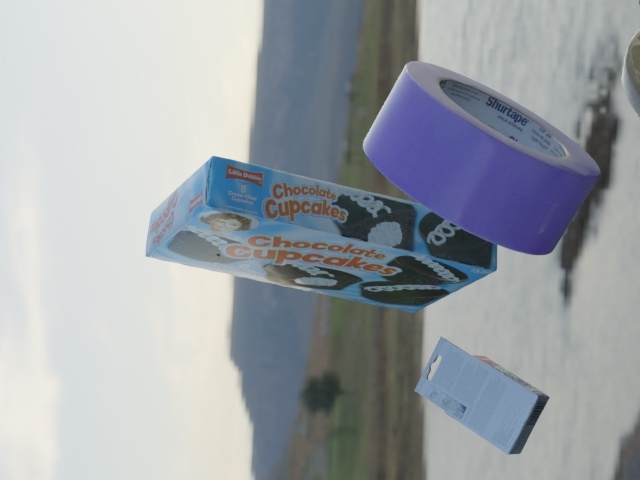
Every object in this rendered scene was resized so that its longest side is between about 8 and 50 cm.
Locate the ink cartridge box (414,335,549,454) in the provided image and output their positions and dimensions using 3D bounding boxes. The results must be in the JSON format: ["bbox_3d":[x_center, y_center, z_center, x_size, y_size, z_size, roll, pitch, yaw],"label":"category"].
[{"bbox_3d":[0.149,0.143,1.364,0.029,0.115,0.063,11,-72,-56],"label":"ink cartridge box"}]

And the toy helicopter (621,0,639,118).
[{"bbox_3d":[0.458,-0.189,1.400,0.140,0.355,0.235,85,170,-55],"label":"toy helicopter"}]

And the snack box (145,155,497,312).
[{"bbox_3d":[0.000,0.000,1.526,0.187,0.322,0.060,145,133,-60],"label":"snack box"}]

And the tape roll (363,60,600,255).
[{"bbox_3d":[0.137,-0.072,1.247,0.080,0.189,0.189,-60,8,19],"label":"tape roll"}]
